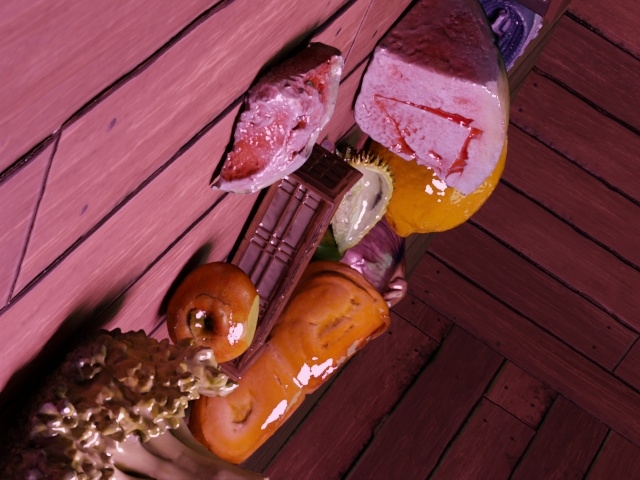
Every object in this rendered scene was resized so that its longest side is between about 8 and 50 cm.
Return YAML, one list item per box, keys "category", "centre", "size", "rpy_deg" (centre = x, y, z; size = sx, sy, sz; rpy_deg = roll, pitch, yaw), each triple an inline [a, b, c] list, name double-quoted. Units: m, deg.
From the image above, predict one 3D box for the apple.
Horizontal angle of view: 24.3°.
- category: "apple"
  centre: [-0.119, 0.078, 1.640]
  size: [0.102, 0.099, 0.114]
  rpy_deg: [-52, 148, -71]

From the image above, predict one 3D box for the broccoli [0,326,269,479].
- category: "broccoli"
  centre: [-0.162, 0.209, 1.360]
  size: [0.263, 0.243, 0.247]
  rpy_deg: [-53, 160, -62]

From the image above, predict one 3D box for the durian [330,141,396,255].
- category: "durian"
  centre: [0.050, -0.073, 2.051]
  size: [0.100, 0.086, 0.215]
  rpy_deg: [-52, 155, -37]

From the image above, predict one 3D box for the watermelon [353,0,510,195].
- category: "watermelon"
  centre: [0.136, -0.218, 1.943]
  size: [0.213, 0.201, 0.262]
  rpy_deg: [109, -26, -58]

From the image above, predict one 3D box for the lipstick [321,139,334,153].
- category: "lipstick"
  centre: [0.007, -0.107, 1.935]
  size: [0.019, 0.019, 0.094]
  rpy_deg: [-54, 173, -16]

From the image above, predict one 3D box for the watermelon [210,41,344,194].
- category: "watermelon"
  centre: [-0.038, -0.118, 1.453]
  size: [0.187, 0.071, 0.139]
  rpy_deg: [-55, 168, -3]

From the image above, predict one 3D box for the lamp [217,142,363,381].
- category: "lamp"
  centre: [-0.062, 0.028, 1.816]
  size: [0.325, 0.089, 0.090]
  rpy_deg: [-61, 172, 35]

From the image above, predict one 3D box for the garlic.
- category: "garlic"
  centre: [0.072, 0.052, 2.470]
  size: [0.245, 0.160, 0.245]
  rpy_deg: [24, 90, -82]

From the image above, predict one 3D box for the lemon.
- category: "lemon"
  centre: [0.173, -0.125, 2.216]
  size: [0.260, 0.204, 0.204]
  rpy_deg: [-59, 172, 4]

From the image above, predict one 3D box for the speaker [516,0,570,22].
- category: "speaker"
  centre: [0.317, -0.441, 1.964]
  size: [0.231, 0.153, 0.192]
  rpy_deg: [-53, 171, -22]

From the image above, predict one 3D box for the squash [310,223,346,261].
- category: "squash"
  centre: [0.000, 0.000, 2.149]
  size: [0.066, 0.066, 0.252]
  rpy_deg: [-56, 171, 3]

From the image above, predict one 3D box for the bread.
- category: "bread"
  centre: [-0.067, 0.171, 2.094]
  size: [0.328, 0.148, 0.337]
  rpy_deg: [-42, 177, -7]

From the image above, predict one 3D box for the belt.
- category: "belt"
  centre: [0.270, -0.336, 2.228]
  size: [0.128, 0.122, 0.218]
  rpy_deg: [-54, 179, -26]
